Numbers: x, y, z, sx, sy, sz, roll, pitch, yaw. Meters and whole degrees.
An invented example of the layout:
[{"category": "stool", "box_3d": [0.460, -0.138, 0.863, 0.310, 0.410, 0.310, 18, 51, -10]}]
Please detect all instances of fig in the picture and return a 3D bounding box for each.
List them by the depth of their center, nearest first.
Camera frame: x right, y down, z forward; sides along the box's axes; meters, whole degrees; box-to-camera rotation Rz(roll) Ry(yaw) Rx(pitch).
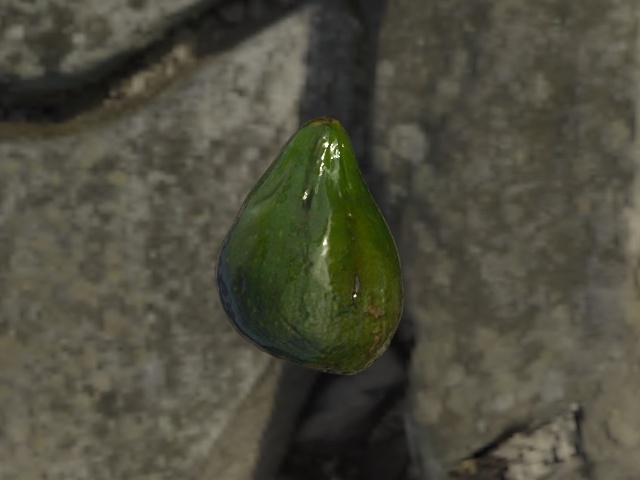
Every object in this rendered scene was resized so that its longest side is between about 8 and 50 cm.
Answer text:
[{"category": "fig", "box_3d": [0.000, 0.000, 1.124, 0.123, 0.123, 0.156, 23, 101, 40]}]
